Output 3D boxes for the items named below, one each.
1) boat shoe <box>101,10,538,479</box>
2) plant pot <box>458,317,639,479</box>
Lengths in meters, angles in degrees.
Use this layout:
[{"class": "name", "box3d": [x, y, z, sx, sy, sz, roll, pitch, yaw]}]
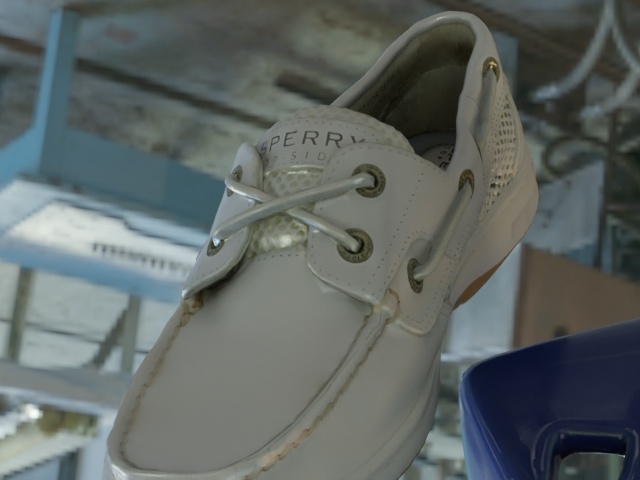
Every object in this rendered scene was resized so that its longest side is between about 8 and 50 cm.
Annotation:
[{"class": "boat shoe", "box3d": [0.000, 0.000, 0.528, 0.098, 0.277, 0.096, 3, 120, 22]}, {"class": "plant pot", "box3d": [0.191, 0.164, 0.528, 0.236, 0.212, 0.236, -13, 119, 1]}]
